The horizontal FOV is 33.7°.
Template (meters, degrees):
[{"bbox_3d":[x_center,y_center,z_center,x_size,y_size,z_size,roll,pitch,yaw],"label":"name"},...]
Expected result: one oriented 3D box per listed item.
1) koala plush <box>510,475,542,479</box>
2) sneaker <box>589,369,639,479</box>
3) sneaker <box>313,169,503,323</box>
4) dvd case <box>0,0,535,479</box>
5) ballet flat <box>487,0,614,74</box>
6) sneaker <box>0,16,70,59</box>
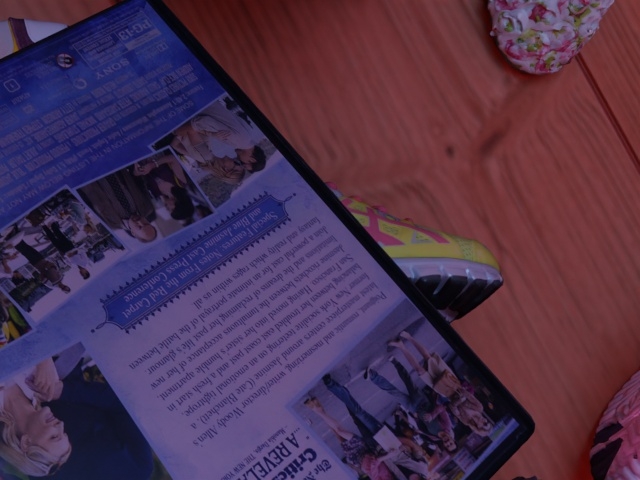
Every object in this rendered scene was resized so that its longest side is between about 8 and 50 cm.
[{"bbox_3d":[0.075,0.236,0.430,0.203,0.196,0.221,-19,86,-15],"label":"koala plush"},{"bbox_3d":[0.263,0.102,0.585,0.153,0.094,0.235,48,54,2],"label":"sneaker"},{"bbox_3d":[0.000,0.000,0.506,0.209,0.081,0.094,5,55,-34],"label":"sneaker"},{"bbox_3d":[-0.056,0.030,0.403,0.180,0.022,0.253,-36,80,-33],"label":"dvd case"},{"bbox_3d":[0.162,-0.212,0.626,0.091,0.077,0.241,26,69,-17],"label":"ballet flat"},{"bbox_3d":[-0.131,-0.008,0.459,0.084,0.069,0.185,7,69,-14],"label":"sneaker"}]
